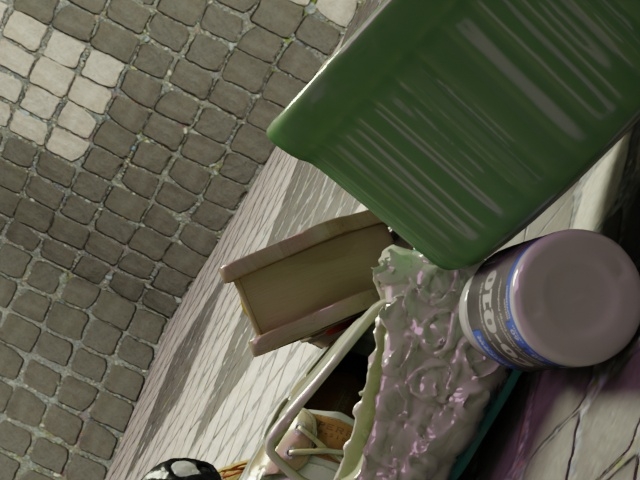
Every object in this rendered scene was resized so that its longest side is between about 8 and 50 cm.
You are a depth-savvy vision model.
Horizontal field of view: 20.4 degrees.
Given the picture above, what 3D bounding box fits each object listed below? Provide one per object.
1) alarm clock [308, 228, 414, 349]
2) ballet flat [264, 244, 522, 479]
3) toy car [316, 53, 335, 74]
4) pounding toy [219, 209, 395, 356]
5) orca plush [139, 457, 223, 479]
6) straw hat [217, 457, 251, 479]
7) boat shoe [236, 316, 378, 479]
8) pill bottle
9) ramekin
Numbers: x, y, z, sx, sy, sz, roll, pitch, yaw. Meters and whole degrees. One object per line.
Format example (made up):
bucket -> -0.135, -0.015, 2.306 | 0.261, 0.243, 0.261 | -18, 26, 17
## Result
alarm clock -> 0.049, 0.034, 1.659 | 0.129, 0.064, 0.192 | -82, 17, -67
ballet flat -> 0.010, 0.186, 1.176 | 0.408, 0.147, 0.147 | -65, 8, -3
toy car -> 0.076, -0.118, 1.749 | 0.155, 0.149, 0.188 | -53, 20, 3
pounding toy -> 0.000, 0.000, 1.508 | 0.154, 0.154, 0.269 | -25, -5, 30
orca plush -> -0.135, 0.259, 1.270 | 0.151, 0.102, 0.287 | -49, 24, 48
straw hat -> -0.048, 0.236, 1.634 | 0.144, 0.145, 0.061 | -179, 74, -82
boat shoe -> -0.004, 0.173, 1.373 | 0.302, 0.113, 0.103 | -72, 6, -51
pill bottle -> 0.130, 0.038, 1.046 | 0.078, 0.078, 0.137 | -65, 7, -10
ramekin -> 0.123, -0.123, 1.097 | 0.303, 0.148, 0.303 | -46, 2, 2
